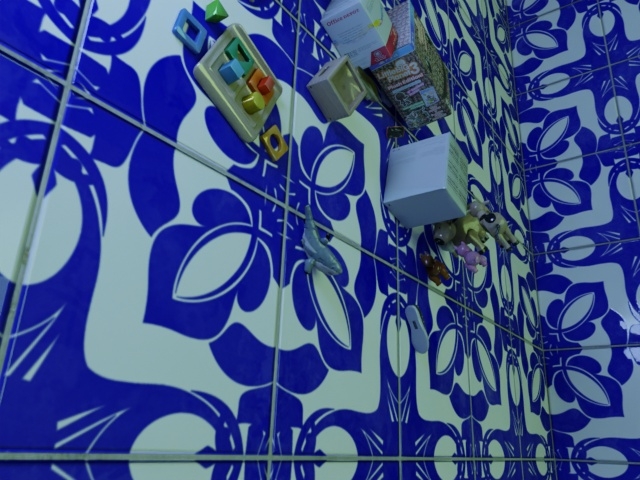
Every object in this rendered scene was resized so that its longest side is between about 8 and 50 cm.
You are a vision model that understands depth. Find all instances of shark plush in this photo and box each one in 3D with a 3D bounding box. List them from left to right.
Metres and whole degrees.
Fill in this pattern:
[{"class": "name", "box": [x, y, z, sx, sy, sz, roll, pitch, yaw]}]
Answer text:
[{"class": "shark plush", "box": [0.000, 0.000, 1.177, 0.073, 0.067, 0.161, -9, 87, -56]}]

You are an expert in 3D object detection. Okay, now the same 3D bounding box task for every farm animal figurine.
[{"class": "farm animal figurine", "box": [0.435, -0.028, 1.620, 0.172, 0.330, 0.327, 53, 41, -2]}]

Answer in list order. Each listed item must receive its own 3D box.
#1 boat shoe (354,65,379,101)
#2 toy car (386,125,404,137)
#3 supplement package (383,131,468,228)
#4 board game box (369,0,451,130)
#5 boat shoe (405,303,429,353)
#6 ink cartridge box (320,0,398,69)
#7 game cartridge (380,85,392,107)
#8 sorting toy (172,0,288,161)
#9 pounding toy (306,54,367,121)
[{"class": "boat shoe", "box": [0.120, -0.433, 1.521, 0.153, 0.048, 0.056, 24, 52, -58]}, {"class": "toy car", "box": [0.233, -0.296, 1.647, 0.040, 0.060, 0.121, -134, -158, -65]}, {"class": "supplement package", "box": [0.310, -0.170, 1.569, 0.149, 0.194, 0.203, 41, 48, -41]}, {"class": "board game box", "box": [0.276, -0.532, 1.660, 0.291, 0.141, 0.231, 44, 39, -40]}, {"class": "boat shoe", "box": [0.278, 0.247, 1.522, 0.040, 0.049, 0.142, -16, 91, -57]}, {"class": "ink cartridge box", "box": [0.108, -0.577, 1.464, 0.176, 0.128, 0.127, 50, 42, -35]}, {"class": "game cartridge", "box": [0.205, -0.459, 1.669, 0.056, 0.017, 0.083, 27, 58, -45]}, {"class": "sorting toy", "box": [-0.148, -0.321, 1.083, 0.347, 0.047, 0.195, 53, 41, -32]}, {"class": "pounding toy", "box": [0.044, -0.377, 1.355, 0.130, 0.100, 0.141, 54, 51, -30]}]
